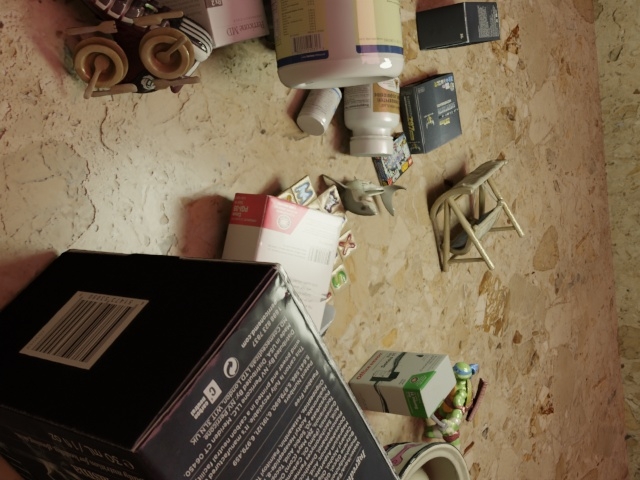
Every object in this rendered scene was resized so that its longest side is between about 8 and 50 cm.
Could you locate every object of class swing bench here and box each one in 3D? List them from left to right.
[{"bbox_3d":[0.448,-0.075,2.155,0.253,0.165,0.254,-34,111,-46],"label":"swing bench"}]

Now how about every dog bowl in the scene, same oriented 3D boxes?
[{"bbox_3d":[0.210,0.689,1.851,0.408,0.150,0.408,-7,99,-48],"label":"dog bowl"}]

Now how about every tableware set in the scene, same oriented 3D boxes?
[{"bbox_3d":[-0.295,-0.280,1.170,0.039,0.194,0.128,-94,175,-48],"label":"tableware set"}]

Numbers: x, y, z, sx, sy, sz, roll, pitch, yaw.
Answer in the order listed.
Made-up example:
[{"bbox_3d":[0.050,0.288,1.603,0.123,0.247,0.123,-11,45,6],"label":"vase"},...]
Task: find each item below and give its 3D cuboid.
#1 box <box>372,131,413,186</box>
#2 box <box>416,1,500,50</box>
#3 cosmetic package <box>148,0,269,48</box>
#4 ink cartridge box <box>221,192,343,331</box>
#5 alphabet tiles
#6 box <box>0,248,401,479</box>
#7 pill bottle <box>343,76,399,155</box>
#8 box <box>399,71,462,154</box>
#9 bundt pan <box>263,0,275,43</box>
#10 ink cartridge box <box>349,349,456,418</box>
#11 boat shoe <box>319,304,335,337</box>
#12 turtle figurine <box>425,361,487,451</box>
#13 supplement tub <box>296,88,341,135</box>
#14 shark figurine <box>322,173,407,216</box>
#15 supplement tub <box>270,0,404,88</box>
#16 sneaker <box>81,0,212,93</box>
[{"bbox_3d":[0.188,-0.209,1.925,0.137,0.027,0.094,-46,126,-41],"label":"box"},{"bbox_3d":[0.385,-0.595,2.068,0.207,0.153,0.108,-21,107,-50],"label":"box"},{"bbox_3d":[-0.209,-0.433,1.317,0.151,0.151,0.183,-32,115,-47],"label":"cosmetic package"},{"bbox_3d":[-0.089,0.066,1.467,0.207,0.117,0.283,15,85,-43],"label":"ink cartridge box"},{"bbox_3d":[-0.054,0.039,1.583,0.342,0.011,0.285,-39,121,-32],"label":"alphabet tiles"},{"bbox_3d":[-0.203,0.286,1.073,0.297,0.480,0.471,-53,129,-34],"label":"box"},{"bbox_3d":[0.120,-0.315,1.754,0.131,0.131,0.229,-2,92,-52],"label":"pill bottle"},{"bbox_3d":[0.305,-0.351,2.046,0.233,0.059,0.183,-29,114,-48],"label":"box"},{"bbox_3d":[-0.032,-0.527,1.564,0.331,0.124,0.330,-3,94,-52],"label":"bundt pan"},{"bbox_3d":[0.197,0.343,1.802,0.153,0.208,0.087,-39,117,-45],"label":"ink cartridge box"},{"bbox_3d":[-0.011,0.202,1.671,0.142,0.049,0.040,-55,163,-38],"label":"boat shoe"},{"bbox_3d":[0.299,0.447,1.977,0.275,0.198,0.266,-24,125,-38],"label":"turtle figurine"},{"bbox_3d":[-0.002,-0.293,1.648,0.071,0.071,0.107,48,56,-41],"label":"supplement tub"},{"bbox_3d":[0.089,-0.090,1.773,0.278,0.166,0.116,-26,138,-67],"label":"shark figurine"},{"bbox_3d":[0.025,-0.449,1.351,0.235,0.235,0.324,-14,101,-51],"label":"supplement tub"},{"bbox_3d":[-0.331,-0.329,1.211,0.281,0.162,0.106,30,32,-14],"label":"sneaker"}]
